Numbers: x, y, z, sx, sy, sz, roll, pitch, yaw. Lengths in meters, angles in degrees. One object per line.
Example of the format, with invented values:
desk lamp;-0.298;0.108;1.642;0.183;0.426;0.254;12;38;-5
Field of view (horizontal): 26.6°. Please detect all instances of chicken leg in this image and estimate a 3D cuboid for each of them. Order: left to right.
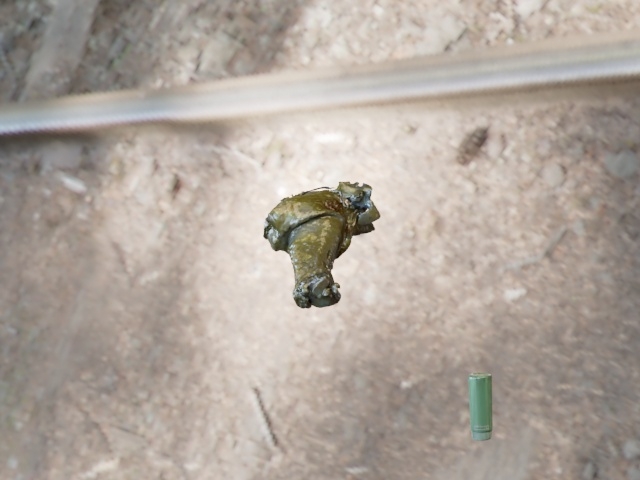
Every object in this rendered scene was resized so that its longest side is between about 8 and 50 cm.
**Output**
chicken leg;-0.007;-0.001;1.557;0.125;0.080;0.196;6;37;21

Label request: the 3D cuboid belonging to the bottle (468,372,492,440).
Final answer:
bottle;0.204;0.211;1.723;0.030;0.030;0.083;2;96;47
